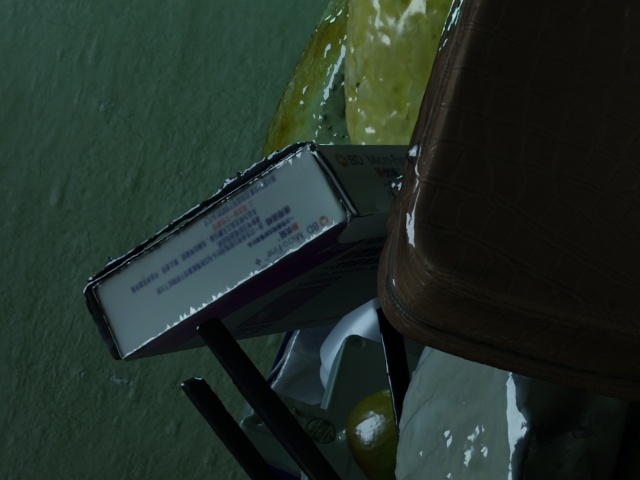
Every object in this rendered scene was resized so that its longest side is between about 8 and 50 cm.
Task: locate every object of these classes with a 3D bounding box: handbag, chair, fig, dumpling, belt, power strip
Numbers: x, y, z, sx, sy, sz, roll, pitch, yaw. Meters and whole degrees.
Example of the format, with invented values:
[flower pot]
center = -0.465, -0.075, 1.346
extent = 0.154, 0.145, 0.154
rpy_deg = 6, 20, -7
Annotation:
[handbag]
center = 0.112, -0.043, 0.620
extent = 0.072, 0.151, 0.193
rpy_deg = 108, 179, -67
[chair]
center = 0.030, 0.150, 0.872
extent = 0.247, 0.172, 0.159
rpy_deg = 65, 165, 11
[fig]
center = 0.062, 0.135, 1.163
extent = 0.088, 0.074, 0.074
rpy_deg = -37, 21, 30
[dumpling]
center = 0.087, 0.089, 0.736
extent = 0.150, 0.092, 0.176
rpy_deg = -141, 75, -84
[belt]
center = 0.003, 0.147, 1.696
extent = 0.347, 0.117, 0.212
rpy_deg = 117, 176, -69
[power strip]
center = 0.009, 0.154, 1.245
extent = 0.215, 0.145, 0.061
rpy_deg = -74, 4, -48

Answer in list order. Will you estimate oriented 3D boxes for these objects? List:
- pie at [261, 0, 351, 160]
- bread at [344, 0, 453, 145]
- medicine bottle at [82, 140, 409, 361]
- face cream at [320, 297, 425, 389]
[pie]
center = 0.054, -0.143, 1.636
extent = 0.418, 0.180, 0.395
rpy_deg = -58, 0, -28
[bread]
center = 0.110, -0.113, 1.006
extent = 0.197, 0.197, 0.170
rpy_deg = -81, -1, -75
[medicine bottle]
center = 0.000, 0.000, 0.880
extent = 0.171, 0.052, 0.201
rpy_deg = -30, -14, 31
[face cream]
center = 0.051, 0.097, 1.424
extent = 0.095, 0.091, 0.091
rpy_deg = -59, 8, 29
